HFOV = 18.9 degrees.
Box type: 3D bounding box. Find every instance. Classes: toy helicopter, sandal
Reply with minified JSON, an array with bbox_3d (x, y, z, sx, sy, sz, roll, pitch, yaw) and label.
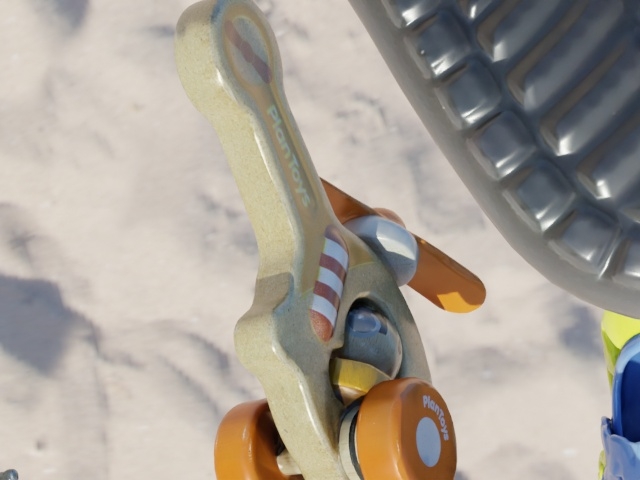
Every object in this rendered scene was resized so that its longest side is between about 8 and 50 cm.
[{"bbox_3d":[0.000,0.000,1.267,0.235,0.140,0.355,-44,118,-54],"label":"toy helicopter"},{"bbox_3d":[0.247,0.174,1.333,0.138,0.126,0.317,-81,159,-44],"label":"sandal"}]

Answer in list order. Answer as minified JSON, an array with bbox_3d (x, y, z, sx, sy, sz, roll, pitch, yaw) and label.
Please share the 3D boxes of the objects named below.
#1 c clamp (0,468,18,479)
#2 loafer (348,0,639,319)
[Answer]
[{"bbox_3d":[-0.222,0.051,0.889,0.022,0.137,0.160,-31,104,-73],"label":"c clamp"},{"bbox_3d":[0.021,-0.138,0.479,0.134,0.130,0.366,-27,77,11],"label":"loafer"}]
